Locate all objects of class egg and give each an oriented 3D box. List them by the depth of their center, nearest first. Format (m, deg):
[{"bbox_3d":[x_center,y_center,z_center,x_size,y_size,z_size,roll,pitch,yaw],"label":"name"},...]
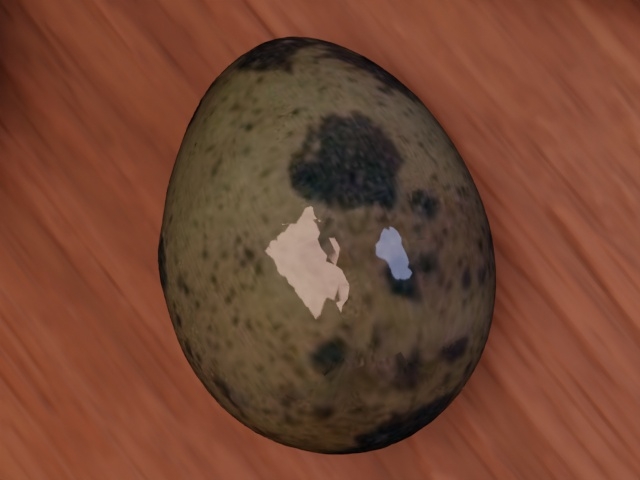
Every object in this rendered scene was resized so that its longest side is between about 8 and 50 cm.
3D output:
[{"bbox_3d":[0.000,0.000,0.593,0.141,0.141,0.181,-14,79,12],"label":"egg"}]
